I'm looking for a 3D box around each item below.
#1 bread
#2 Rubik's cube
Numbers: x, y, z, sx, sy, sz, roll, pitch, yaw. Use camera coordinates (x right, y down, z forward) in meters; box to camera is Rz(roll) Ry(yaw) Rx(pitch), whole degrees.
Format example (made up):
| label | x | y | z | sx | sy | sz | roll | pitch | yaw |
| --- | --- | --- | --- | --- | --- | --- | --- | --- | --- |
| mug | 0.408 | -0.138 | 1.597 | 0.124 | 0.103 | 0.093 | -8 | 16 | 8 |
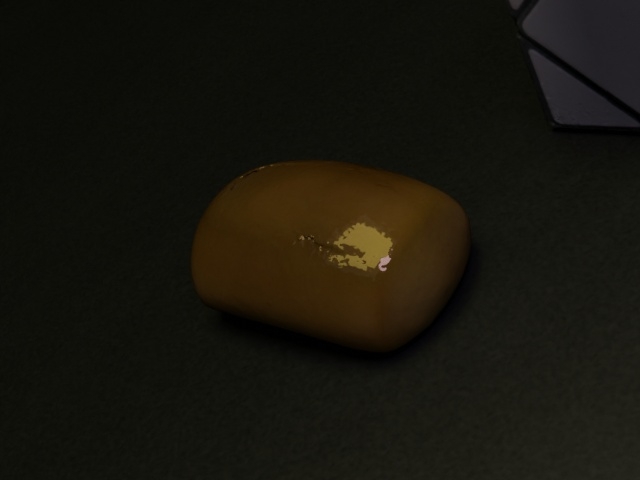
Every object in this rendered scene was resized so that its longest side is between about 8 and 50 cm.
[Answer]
| label | x | y | z | sx | sy | sz | roll | pitch | yaw |
| --- | --- | --- | --- | --- | --- | --- | --- | --- | --- |
| bread | 0.000 | 0.000 | 0.937 | 0.217 | 0.098 | 0.147 | 6 | 52 | 39 |
| Rubik's cube | 0.265 | -0.215 | 0.929 | 0.205 | 0.207 | 0.205 | 9 | 51 | 38 |
